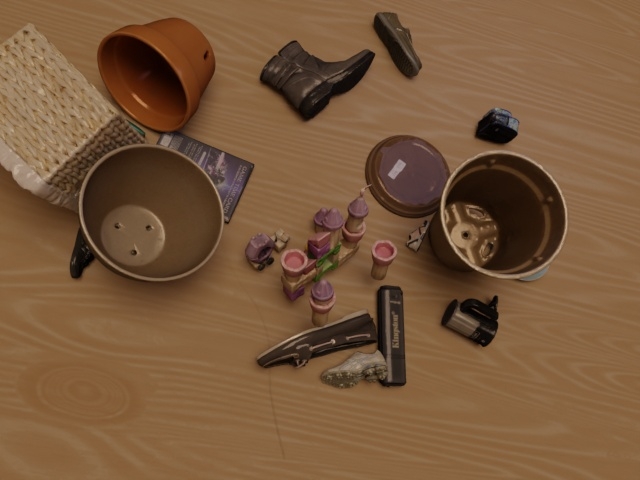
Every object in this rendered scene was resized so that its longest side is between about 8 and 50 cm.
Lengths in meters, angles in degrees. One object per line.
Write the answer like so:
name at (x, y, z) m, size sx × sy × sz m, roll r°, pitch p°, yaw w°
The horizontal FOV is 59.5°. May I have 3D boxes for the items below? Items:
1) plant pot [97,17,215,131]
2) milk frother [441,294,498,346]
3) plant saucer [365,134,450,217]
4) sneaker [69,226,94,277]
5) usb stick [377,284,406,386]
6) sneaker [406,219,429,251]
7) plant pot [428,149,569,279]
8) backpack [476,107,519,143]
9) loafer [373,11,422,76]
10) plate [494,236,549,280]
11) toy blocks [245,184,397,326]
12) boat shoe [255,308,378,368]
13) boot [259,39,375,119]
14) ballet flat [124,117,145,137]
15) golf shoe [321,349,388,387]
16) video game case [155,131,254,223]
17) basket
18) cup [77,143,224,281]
plant pot at (-0.427, -0.474, 1.538) m, size 0.291 × 0.291 × 0.203 m, roll 33°, pitch 52°, yaw 0°
milk frother at (0.436, 0.204, 1.595) m, size 0.135 × 0.129 × 0.143 m, roll 29°, pitch 26°, yaw -2°
plant saucer at (0.275, -0.204, 1.713) m, size 0.278 × 0.041 × 0.277 m, roll 3°, pitch 72°, yaw -11°
sneaker at (-0.585, 0.018, 1.447) m, size 0.089 × 0.051 × 0.170 m, roll 6°, pitch 69°, yaw -7°
usb stick at (0.196, 0.262, 1.540) m, size 0.077 × 0.045 × 0.277 m, roll 4°, pitch 71°, yaw -10°
sneaker at (0.289, -0.020, 1.656) m, size 0.044 × 0.040 × 0.109 m, roll 24°, pitch 61°, yaw 14°
plant pot at (0.446, -0.039, 1.539) m, size 0.334 × 0.305 × 0.333 m, roll 1°, pitch 79°, yaw -5°
backpack at (0.575, -0.369, 1.797) m, size 0.115 × 0.105 × 0.084 m, roll 18°, pitch 70°, yaw -12°
loafer at (0.268, -0.652, 1.827) m, size 0.088 × 0.094 × 0.251 m, roll -25°, pitch 79°, yaw -14°
plate at (0.616, 0.035, 1.717) m, size 0.188 × 0.024 × 0.188 m, roll 4°, pitch 71°, yaw -12°
toy blocks at (0.000, 0.000, 1.426) m, size 0.289 × 0.260 × 0.309 m, roll -36°, pitch 63°, yaw -25°
boat shoe at (0.001, 0.276, 1.458) m, size 0.336 × 0.112 × 0.095 m, roll -19°, pitch 73°, yaw -21°
boot at (-0.006, -0.546, 1.728) m, size 0.223 × 0.118 × 0.338 m, roll 45°, pitch 65°, yaw 10°
ballet flat at (-0.584, -0.335, 1.563) m, size 0.213 × 0.072 × 0.068 m, roll 39°, pitch 96°, yaw 3°
golf shoe at (0.088, 0.338, 1.487) m, size 0.176 × 0.069 × 0.086 m, roll -8°, pitch 40°, yaw 1°
video game case at (-0.350, -0.185, 1.579) m, size 0.275 × 0.026 × 0.196 m, roll 23°, pitch 69°, yaw -5°
basket at (-0.634, -0.272, 1.356) m, size 0.266 × 0.328 × 0.331 m, roll -44°, pitch 86°, yaw -6°
cup at (-0.434, -0.039, 1.379) m, size 0.331 × 0.237 × 0.330 m, roll 10°, pitch 70°, yaw -28°
